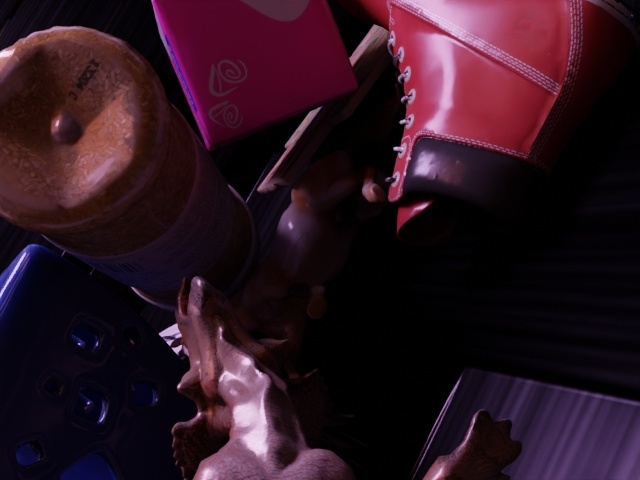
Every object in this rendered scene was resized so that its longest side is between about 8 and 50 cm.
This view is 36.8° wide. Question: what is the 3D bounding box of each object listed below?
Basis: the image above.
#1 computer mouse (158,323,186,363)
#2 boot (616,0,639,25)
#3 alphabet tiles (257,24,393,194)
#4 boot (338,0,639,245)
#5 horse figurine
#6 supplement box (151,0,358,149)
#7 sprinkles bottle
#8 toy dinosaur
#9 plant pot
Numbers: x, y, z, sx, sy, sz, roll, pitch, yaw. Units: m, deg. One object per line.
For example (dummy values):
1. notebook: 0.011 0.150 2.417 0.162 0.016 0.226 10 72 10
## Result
1. computer mouse: -0.157 0.112 0.951 0.193 0.042 0.106 -49 21 25
2. boot: 0.208 -0.151 0.352 0.207 0.094 0.246 -49 13 14
3. alphabet tiles: 0.058 -0.180 0.820 0.343 0.011 0.285 -54 8 -5
4. boot: 0.058 -0.095 0.586 0.244 0.088 0.176 30 91 49
5. horse figurine: 0.000 0.000 0.694 0.263 0.066 0.174 -60 21 -4
6. supplement box: -0.055 -0.140 0.735 0.113 0.111 0.220 -22 6 -6
7. sprinkles bottle: -0.126 -0.027 0.688 0.121 0.121 0.355 -60 -10 -8
8. toy dinosaur: -0.028 0.162 0.432 0.200 0.127 0.296 147 138 -66
9. plant pot: -0.180 0.175 0.640 0.236 0.212 0.236 -30 32 53
